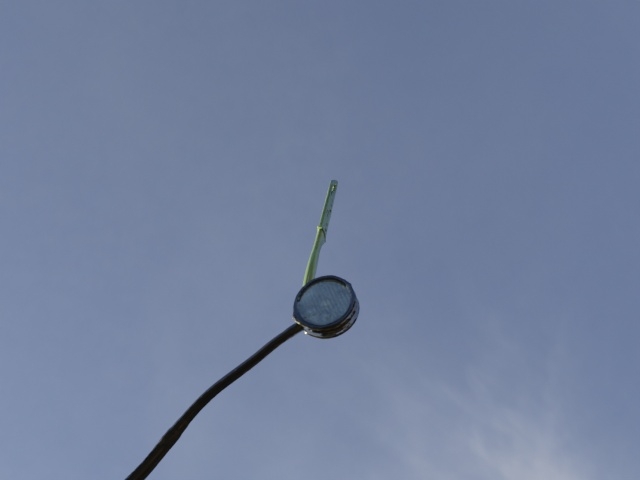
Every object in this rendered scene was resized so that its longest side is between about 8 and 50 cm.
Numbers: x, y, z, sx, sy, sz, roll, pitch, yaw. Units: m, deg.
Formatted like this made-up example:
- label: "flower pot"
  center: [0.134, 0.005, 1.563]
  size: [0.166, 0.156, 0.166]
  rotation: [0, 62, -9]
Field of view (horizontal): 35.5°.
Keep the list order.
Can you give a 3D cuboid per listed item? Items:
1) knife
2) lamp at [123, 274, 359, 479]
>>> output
- label: "knife"
  center: [0.000, 0.000, 1.469]
  size: [0.014, 0.207, 0.030]
  rotation: [4, -25, 22]
- label: "lamp"
  center: [-0.106, 0.181, 1.042]
  size: [0.371, 0.130, 0.108]
  rotation: [-45, -39, -12]
